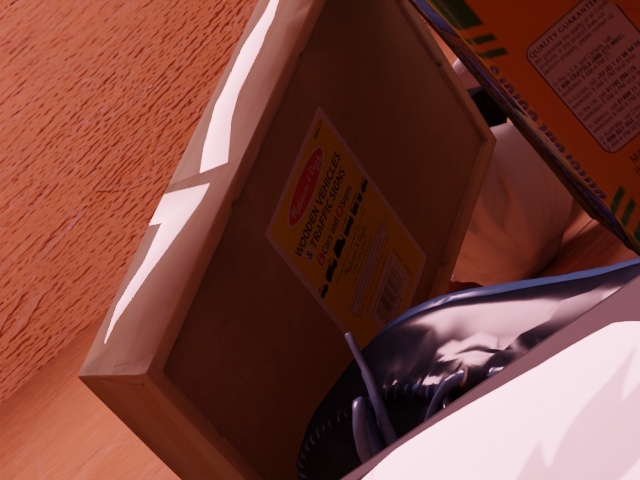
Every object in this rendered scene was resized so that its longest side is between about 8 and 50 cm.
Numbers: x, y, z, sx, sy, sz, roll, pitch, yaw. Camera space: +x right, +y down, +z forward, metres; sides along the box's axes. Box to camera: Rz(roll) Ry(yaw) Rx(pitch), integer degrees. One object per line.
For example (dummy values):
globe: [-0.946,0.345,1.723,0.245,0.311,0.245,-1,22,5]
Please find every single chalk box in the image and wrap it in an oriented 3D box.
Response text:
chalk box: [0.141,-0.116,0.681,0.180,0.179,0.289,-40,9,5]

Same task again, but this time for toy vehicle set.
toy vehicle set: [0.000,0.000,0.741,0.035,0.166,0.267,-4,48,34]

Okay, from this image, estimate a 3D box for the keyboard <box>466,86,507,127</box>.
keyboard: [0.078,-0.077,1.249,0.180,0.023,0.108,-35,-37,-26]

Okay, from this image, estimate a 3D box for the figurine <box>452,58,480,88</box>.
figurine: [0.204,-0.184,1.183,0.215,0.092,0.209,-15,-22,-46]

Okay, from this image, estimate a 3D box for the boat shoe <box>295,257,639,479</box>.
boat shoe: [0.064,0.065,0.558,0.258,0.109,0.089,-35,13,51]

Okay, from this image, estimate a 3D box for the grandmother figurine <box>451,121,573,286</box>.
grandmother figurine: [0.065,-0.013,1.024,0.208,0.104,0.342,-52,7,-12]

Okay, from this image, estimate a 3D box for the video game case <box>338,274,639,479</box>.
video game case: [0.072,0.106,0.266,0.300,0.036,0.329,-37,22,23]
